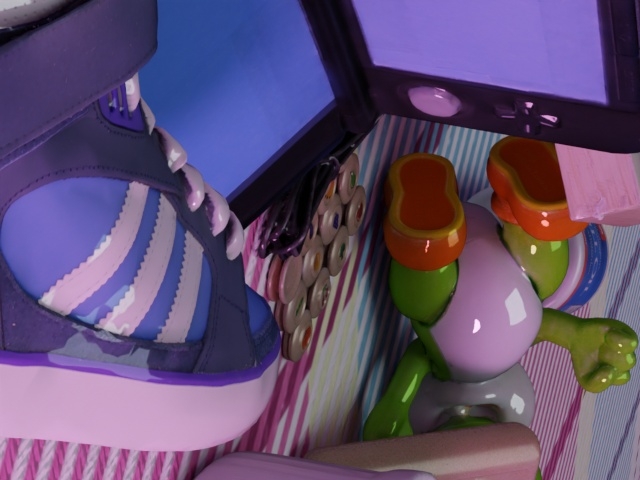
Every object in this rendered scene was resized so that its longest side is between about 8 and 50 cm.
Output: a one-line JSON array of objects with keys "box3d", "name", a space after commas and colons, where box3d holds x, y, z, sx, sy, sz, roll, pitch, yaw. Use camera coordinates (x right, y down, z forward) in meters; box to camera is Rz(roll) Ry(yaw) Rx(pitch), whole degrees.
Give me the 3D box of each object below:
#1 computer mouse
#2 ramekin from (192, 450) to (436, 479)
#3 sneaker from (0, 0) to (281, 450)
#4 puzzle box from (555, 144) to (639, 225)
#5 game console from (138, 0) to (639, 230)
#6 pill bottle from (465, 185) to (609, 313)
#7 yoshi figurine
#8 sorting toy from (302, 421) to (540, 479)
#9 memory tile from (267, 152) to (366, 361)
[{"box3d": [0.011, -0.123, 1.166, 0.262, 0.060, 0.184, 85, 25, -47], "name": "computer mouse"}, {"box3d": [-0.027, 0.264, 1.198, 0.277, 0.135, 0.277, 12, 90, -73], "name": "ramekin"}, {"box3d": [-0.086, -0.054, 0.718, 0.323, 0.130, 0.236, 8, 102, -59], "name": "sneaker"}, {"box3d": [0.185, -0.212, 1.410, 0.272, 0.052, 0.409, 5, 73, -74], "name": "puzzle box"}, {"box3d": [0.014, -0.067, 0.894, 0.293, 0.250, 0.173, 64, 40, -65], "name": "game console"}, {"box3d": [0.195, 0.012, 1.754, 0.221, 0.124, 0.124, 0, 102, -74], "name": "pill bottle"}, {"box3d": [0.127, 0.110, 1.518, 0.203, 0.203, 0.362, -48, 150, -40], "name": "yoshi figurine"}, {"box3d": [0.105, 0.252, 1.464, 0.307, 0.041, 0.229, -4, 111, -32], "name": "sorting toy"}, {"box3d": [0.000, 0.000, 1.304, 0.113, 0.012, 0.148, 79, 29, -53], "name": "memory tile"}]
